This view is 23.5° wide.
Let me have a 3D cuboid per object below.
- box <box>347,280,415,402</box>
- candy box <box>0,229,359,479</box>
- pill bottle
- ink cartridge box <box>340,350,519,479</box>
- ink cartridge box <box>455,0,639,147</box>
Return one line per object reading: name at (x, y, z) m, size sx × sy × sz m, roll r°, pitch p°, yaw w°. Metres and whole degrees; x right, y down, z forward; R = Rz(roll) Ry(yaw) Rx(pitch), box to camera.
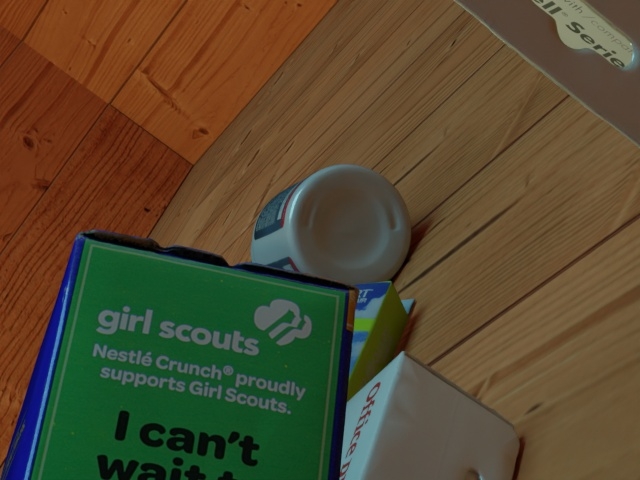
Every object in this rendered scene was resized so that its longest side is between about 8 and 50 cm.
box at (-0.008, 0.091, 1.097) m, size 0.109 × 0.042 × 0.178 m, roll -6°, pitch 36°, yaw 28°
candy box at (-0.087, 0.201, 0.591) m, size 0.268 × 0.122 × 0.317 m, roll 116°, pitch 163°, yaw -52°
pill bottle at (0.000, 0.000, 1.319) m, size 0.108 × 0.108 × 0.180 m, roll -56°, pitch 10°, yaw -15°
ink cartridge box at (0.005, 0.169, 0.794) m, size 0.191 × 0.082 × 0.140 m, roll -48°, pitch 11°, yaw 38°
ink cartridge box at (0.191, -0.218, 0.873) m, size 0.353 × 0.207 × 0.119 m, roll -56°, pitch 11°, yaw -16°
